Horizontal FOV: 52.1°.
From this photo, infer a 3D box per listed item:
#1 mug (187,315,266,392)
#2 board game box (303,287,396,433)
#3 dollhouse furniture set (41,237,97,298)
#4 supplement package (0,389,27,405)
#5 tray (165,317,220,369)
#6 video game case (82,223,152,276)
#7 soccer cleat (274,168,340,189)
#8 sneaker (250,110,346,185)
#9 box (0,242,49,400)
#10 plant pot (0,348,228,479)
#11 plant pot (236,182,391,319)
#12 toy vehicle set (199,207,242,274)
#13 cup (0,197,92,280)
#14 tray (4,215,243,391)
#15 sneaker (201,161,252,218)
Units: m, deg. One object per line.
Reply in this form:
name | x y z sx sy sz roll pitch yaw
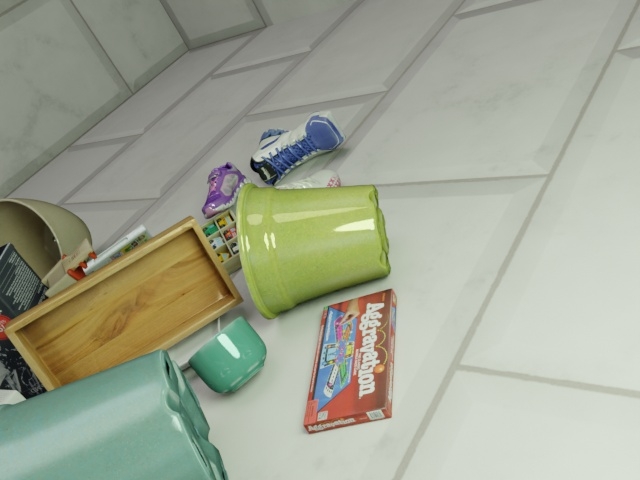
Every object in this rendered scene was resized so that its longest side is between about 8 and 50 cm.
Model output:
mug | -0.155 0.212 1.211 0.158 0.097 0.129 -35 -8 -49
board game box | 0.058 0.199 1.133 0.145 0.027 0.281 -17 32 19
dollhouse furniture set | -0.473 0.132 1.462 0.135 0.259 0.262 -45 35 -5
supplement package | -0.660 0.447 1.228 0.175 0.177 0.293 -7 36 34
tray | -0.275 0.193 1.409 0.145 0.030 0.270 -29 25 3
video game case | -0.488 0.069 1.645 0.193 0.212 0.023 -37 65 -13
soccer cleat | -0.053 -0.096 1.558 0.116 0.143 0.331 -5 38 36
sneaker | -0.086 -0.240 1.846 0.316 0.127 0.182 -10 38 42
box | -0.786 0.232 1.528 0.343 0.312 0.179 -26 30 8
plant pot | -0.337 0.348 0.982 0.334 0.341 0.341 -25 29 -8
plant pot | 0.000 0.000 1.289 0.254 0.276 0.276 -10 33 10
toy vehicle set | -0.267 0.018 1.679 0.166 0.035 0.267 -33 30 -4
cup | -0.812 0.022 1.920 0.331 0.331 0.237 -16 7 22
tray | -0.386 0.142 1.322 0.411 0.202 0.076 -32 17 -12
sneaker | -0.282 -0.147 1.841 0.095 0.104 0.236 -22 21 28
